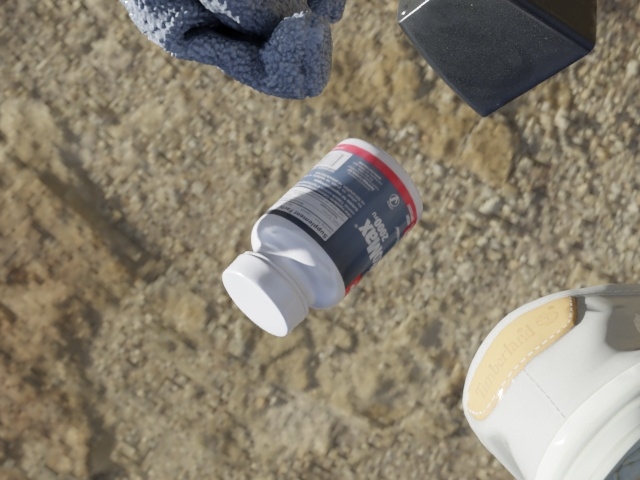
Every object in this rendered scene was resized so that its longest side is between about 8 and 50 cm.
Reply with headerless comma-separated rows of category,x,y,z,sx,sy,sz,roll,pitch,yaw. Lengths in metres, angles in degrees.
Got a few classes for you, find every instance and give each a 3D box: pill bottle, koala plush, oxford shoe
pill bottle,0.000,0.000,1.158,0.108,0.180,0.108,37,156,19
koala plush,-0.055,-0.266,1.017,0.203,0.196,0.221,17,128,-6
oxford shoe,0.231,0.130,0.769,0.449,0.169,0.130,28,-168,-49

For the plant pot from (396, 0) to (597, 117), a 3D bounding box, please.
plant pot,0.194,-0.288,1.451,0.167,0.187,0.188,26,145,-26
